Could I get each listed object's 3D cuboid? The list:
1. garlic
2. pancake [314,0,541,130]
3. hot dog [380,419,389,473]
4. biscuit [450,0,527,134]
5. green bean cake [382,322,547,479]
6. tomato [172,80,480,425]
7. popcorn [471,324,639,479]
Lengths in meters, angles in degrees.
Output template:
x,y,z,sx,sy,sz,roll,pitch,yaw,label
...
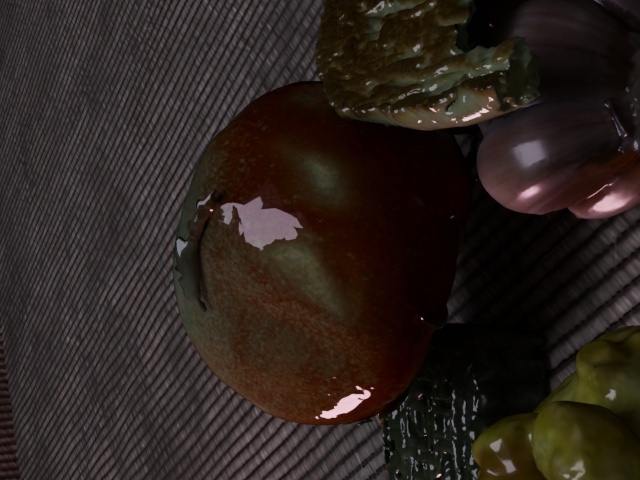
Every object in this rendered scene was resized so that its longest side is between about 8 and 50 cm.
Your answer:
x,y,z,sx,sy,sz,roll,pitch,yaw,label
0.193,-0.123,1.045,0.191,0.160,0.214,-18,77,57,garlic
0.085,-0.175,1.068,0.197,0.054,0.376,-43,29,13,pancake
0.087,0.174,1.401,0.072,0.055,0.188,-17,75,62,hot dog
0.132,-0.282,1.223,0.268,0.115,0.366,1,93,64,biscuit
0.131,0.169,1.263,0.173,0.094,0.181,-174,85,-65,green bean cake
0.000,0.000,1.176,0.303,0.239,0.303,18,-90,-89,tomato
0.209,0.197,0.937,0.235,0.242,0.250,58,144,43,popcorn
